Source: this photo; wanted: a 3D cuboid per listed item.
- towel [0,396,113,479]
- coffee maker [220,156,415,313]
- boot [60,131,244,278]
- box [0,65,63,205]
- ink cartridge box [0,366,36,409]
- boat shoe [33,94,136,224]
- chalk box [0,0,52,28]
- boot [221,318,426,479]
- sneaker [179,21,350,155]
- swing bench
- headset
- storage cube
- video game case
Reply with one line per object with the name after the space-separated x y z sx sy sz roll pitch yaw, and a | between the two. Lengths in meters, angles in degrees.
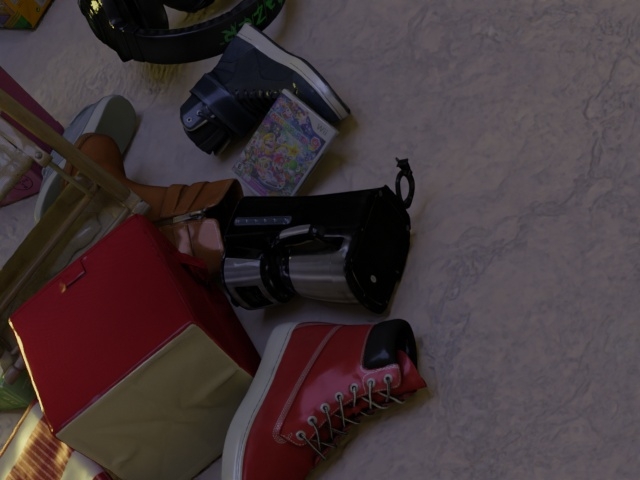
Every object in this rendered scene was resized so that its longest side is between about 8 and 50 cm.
-0.291 0.337 1.447 0.237 0.037 0.329 -56 43 5 | towel
0.000 0.000 1.507 0.178 0.120 0.171 0 33 34 | coffee maker
-0.200 -0.042 1.667 0.220 0.109 0.283 -22 49 22 | boot
-0.520 -0.141 1.901 0.243 0.213 0.117 -17 48 24 | box
-0.409 0.128 1.726 0.235 0.056 0.171 -12 49 45 | ink cartridge box
-0.323 -0.095 1.834 0.081 0.079 0.228 -7 48 43 | boat shoe
-0.527 -0.427 2.196 0.213 0.132 0.132 9 62 40 | chalk box
0.010 0.181 1.361 0.176 0.088 0.244 -4 51 31 | boot
-0.075 -0.157 1.690 0.163 0.086 0.226 -48 45 -4 | sneaker
-0.370 -0.020 1.574 0.253 0.254 0.165 -51 19 -3 | swing bench
-0.220 -0.331 1.907 0.394 0.185 0.243 25 56 35 | headset
-0.184 0.126 1.470 0.215 0.184 0.193 -38 44 4 | storage cube
-0.043 -0.103 1.621 0.087 0.011 0.122 41 108 21 | video game case
